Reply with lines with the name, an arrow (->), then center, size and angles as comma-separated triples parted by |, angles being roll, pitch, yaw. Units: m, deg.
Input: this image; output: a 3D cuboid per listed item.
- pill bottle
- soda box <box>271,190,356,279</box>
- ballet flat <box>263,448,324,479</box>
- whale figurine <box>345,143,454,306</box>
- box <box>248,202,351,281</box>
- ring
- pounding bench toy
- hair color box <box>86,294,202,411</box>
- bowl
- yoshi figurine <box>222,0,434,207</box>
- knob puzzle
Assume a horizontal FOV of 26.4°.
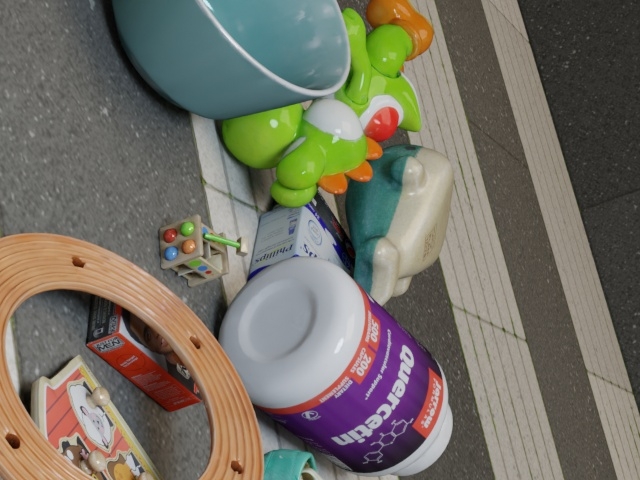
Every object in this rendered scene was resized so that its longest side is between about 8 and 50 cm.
pill bottle -> 0.033, 0.164, 1.609 | 0.323, 0.181, 0.181 | 43, 33, -47
soda box -> 0.000, 0.000, 1.839 | 0.169, 0.060, 0.053 | 57, 19, -27
ballet flat -> 0.000, 0.344, 1.498 | 0.083, 0.087, 0.247 | -17, 86, -68
whale figurine -> 0.084, -0.021, 1.819 | 0.272, 0.141, 0.216 | -56, 156, -51
box -> -0.024, 0.039, 1.735 | 0.126, 0.072, 0.137 | 54, 27, -31
ring -> -0.187, 0.135, 1.196 | 0.336, 0.032, 0.336 | 34, 30, -23
pounding bench toy -> -0.128, 0.005, 1.507 | 0.065, 0.083, 0.052 | 40, 36, -52
hair color box -> -0.173, 0.106, 1.369 | 0.141, 0.043, 0.072 | 46, 32, -42
bowl -> -0.124, -0.265, 1.612 | 0.311, 0.163, 0.311 | 36, 37, -32
yoshi figurine -> -0.004, -0.194, 1.793 | 0.362, 0.203, 0.203 | -56, 134, -43
knob puzzle -> -0.189, 0.197, 1.199 | 0.213, 0.030, 0.213 | 55, 14, -21
